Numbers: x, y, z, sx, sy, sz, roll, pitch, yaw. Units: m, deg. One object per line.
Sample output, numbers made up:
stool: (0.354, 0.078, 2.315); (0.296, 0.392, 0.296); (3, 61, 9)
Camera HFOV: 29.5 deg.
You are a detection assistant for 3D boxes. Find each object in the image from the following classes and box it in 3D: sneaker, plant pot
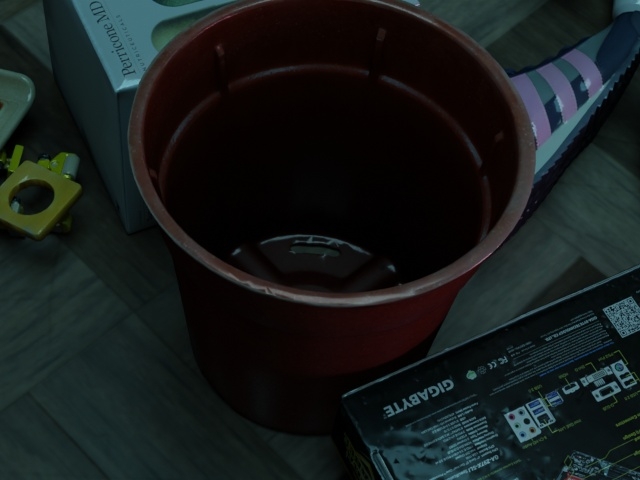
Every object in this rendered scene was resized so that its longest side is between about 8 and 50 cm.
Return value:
sneaker: (0.194, -0.132, 1.121); (0.131, 0.112, 0.319); (35, 58, 15)
plant pot: (0.000, 0.000, 0.917); (0.272, 0.265, 0.272); (2, 56, -3)

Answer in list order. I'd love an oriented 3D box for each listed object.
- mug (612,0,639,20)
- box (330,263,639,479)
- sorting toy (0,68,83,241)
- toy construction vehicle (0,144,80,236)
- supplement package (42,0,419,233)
mug: (0.334, -0.242, 1.241); (0.078, 0.062, 0.064); (15, 64, 12)
box: (0.205, 0.169, 0.869); (0.322, 0.079, 0.257); (-22, 65, -17)
sorting toy: (-0.366, -0.095, 1.049); (0.347, 0.047, 0.196); (14, 55, 11)
toy construction vehicle: (-0.260, -0.043, 1.062); (0.098, 0.035, 0.086); (1, 53, 1)
supplement package: (-0.086, -0.173, 1.064); (0.262, 0.198, 0.199); (-20, 61, -18)
